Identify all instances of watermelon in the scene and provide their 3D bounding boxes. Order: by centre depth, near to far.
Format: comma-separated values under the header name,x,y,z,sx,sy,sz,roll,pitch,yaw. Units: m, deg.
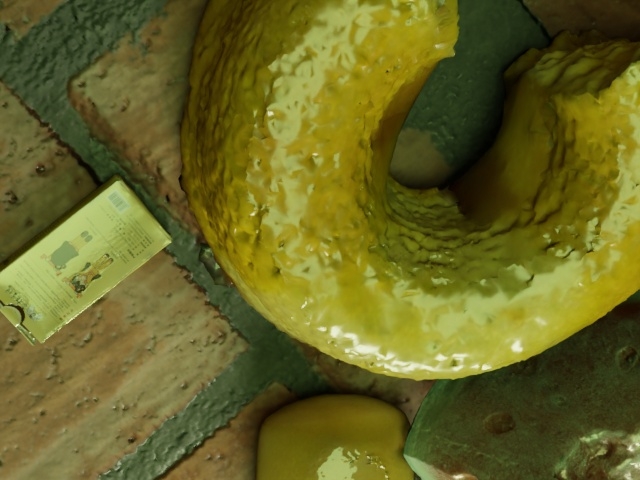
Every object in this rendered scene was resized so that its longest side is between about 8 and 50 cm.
name,x,y,z,sx,sy,sz,roll,pitch,yaw
watermelon,0.241,0.174,1.328,0.318,0.226,0.148,-23,129,6

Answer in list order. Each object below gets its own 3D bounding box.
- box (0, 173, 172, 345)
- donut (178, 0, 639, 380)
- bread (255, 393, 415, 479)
name,x,y,z,sx,sy,sz,roll,pitch,yaw
box,-0.202,0.017,1.284,0.149,0.020,0.073,-37,112,2
donut,0.103,-0.056,1.236,0.435,0.163,0.378,16,101,-16
bread,0.014,0.244,1.364,0.147,0.098,0.217,-4,108,-6
